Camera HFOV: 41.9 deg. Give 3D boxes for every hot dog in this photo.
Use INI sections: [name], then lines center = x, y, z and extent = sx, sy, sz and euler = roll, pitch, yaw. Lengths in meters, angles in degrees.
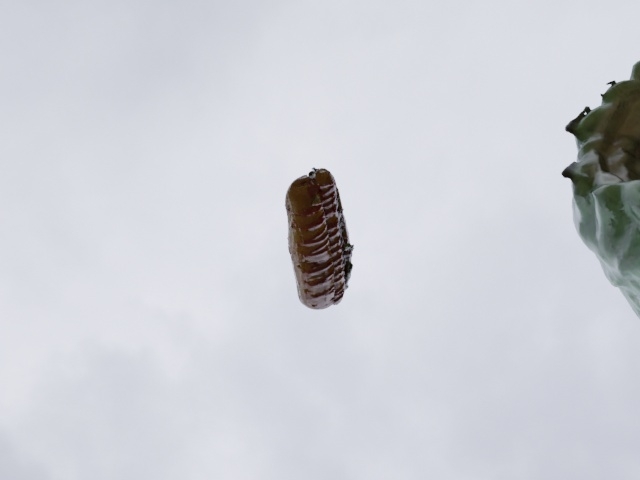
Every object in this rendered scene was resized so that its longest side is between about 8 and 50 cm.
[hot dog]
center = 0.001, 0.000, 0.727
extent = 0.038, 0.144, 0.062
euler = 27, -133, 37

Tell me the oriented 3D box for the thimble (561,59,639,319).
[thimble]
center = 0.255, -0.035, 0.461
extent = 0.219, 0.219, 0.150
euler = -45, -68, -9
